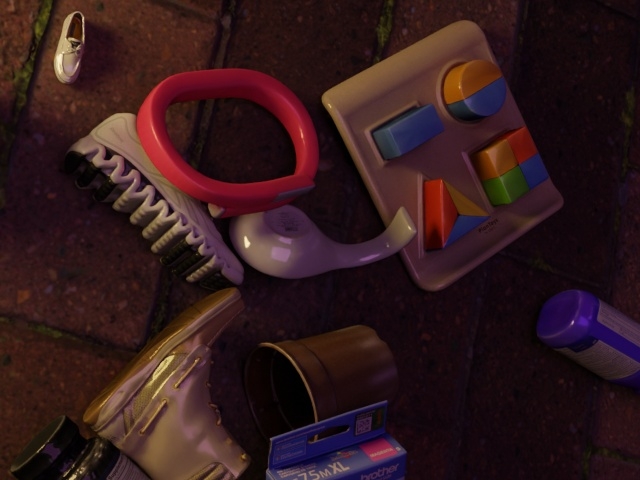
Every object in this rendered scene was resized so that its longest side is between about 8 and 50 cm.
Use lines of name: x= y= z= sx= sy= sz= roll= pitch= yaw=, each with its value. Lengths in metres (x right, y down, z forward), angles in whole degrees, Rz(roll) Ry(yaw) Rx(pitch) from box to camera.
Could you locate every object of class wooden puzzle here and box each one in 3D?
wooden puzzle: x=0.209 y=-0.142 z=1.702 sx=0.322 sy=0.080 sz=0.348 roll=-32 pitch=96 yaw=-27

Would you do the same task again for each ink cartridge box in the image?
ink cartridge box: x=0.018 y=0.374 z=1.450 sx=0.185 sy=0.065 sz=0.311 roll=-12 pitch=118 yaw=-28

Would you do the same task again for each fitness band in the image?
fitness band: x=-0.117 y=-0.137 z=1.506 sx=0.290 sy=0.054 sz=0.209 roll=-13 pitch=69 yaw=-45

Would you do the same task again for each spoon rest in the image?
spoon rest: x=0.000 y=0.000 z=1.569 sx=0.276 sy=0.084 sz=0.137 roll=-2 pitch=47 yaw=-25

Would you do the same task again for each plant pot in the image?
plant pot: x=0.009 y=0.199 z=1.511 sx=0.165 sy=0.167 sz=0.167 roll=-16 pitch=89 yaw=-35

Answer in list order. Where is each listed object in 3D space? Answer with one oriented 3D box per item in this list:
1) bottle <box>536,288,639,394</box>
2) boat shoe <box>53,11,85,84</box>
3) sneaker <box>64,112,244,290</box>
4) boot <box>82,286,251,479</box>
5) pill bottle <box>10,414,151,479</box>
bottle: x=0.484 y=0.178 z=1.766 sx=0.282 sy=0.118 sz=0.092 roll=29 pitch=63 yaw=-19
boat shoe: x=-0.333 y=-0.260 z=1.476 sx=0.035 sy=0.035 sz=0.100 roll=14 pitch=75 yaw=-24
sneaker: x=-0.201 y=-0.051 z=1.476 sx=0.292 sy=0.110 sz=0.118 roll=46 pitch=55 yaw=-15
boot: x=-0.153 y=0.210 z=1.452 sx=0.262 sy=0.095 sz=0.203 roll=-45 pitch=101 yaw=-18
pill bottle: x=-0.273 y=0.324 z=1.364 sx=0.219 sy=0.123 sz=0.123 roll=46 pitch=65 yaw=-13
